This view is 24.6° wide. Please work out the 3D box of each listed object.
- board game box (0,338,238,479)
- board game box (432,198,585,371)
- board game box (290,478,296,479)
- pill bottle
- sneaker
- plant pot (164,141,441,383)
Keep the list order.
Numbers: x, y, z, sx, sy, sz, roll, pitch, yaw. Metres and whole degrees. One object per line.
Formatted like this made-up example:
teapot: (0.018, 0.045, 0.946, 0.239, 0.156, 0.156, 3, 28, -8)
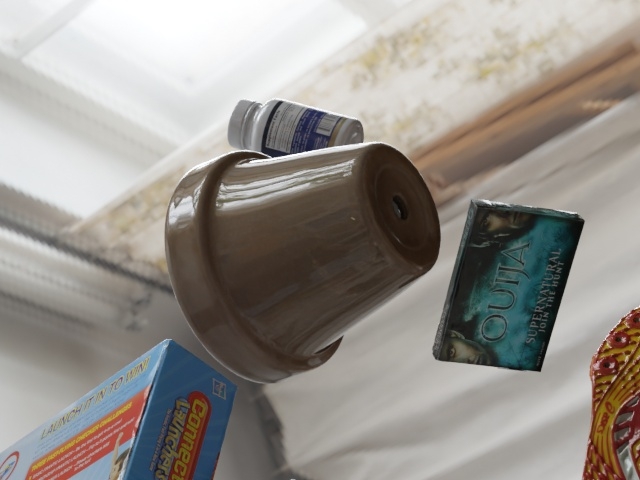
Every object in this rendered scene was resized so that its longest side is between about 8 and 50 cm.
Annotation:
board game box: (-0.228, 0.280, 1.303, 0.086, 0.308, 0.302, 37, -139, -22)
board game box: (0.202, 0.051, 1.597, 0.126, 0.186, 0.026, 7, -159, -13)
board game box: (-0.121, 0.265, 0.817, 0.079, 0.336, 0.254, 57, 171, 0)
pill bottle: (-0.035, -0.138, 1.973, 0.094, 0.169, 0.094, 16, -90, -72)
sneaker: (0.202, 0.119, 0.945, 0.067, 0.064, 0.175, 56, -131, -52)
plant pot: (0.000, 0.000, 1.592, 0.263, 0.229, 0.263, 33, -135, -41)
